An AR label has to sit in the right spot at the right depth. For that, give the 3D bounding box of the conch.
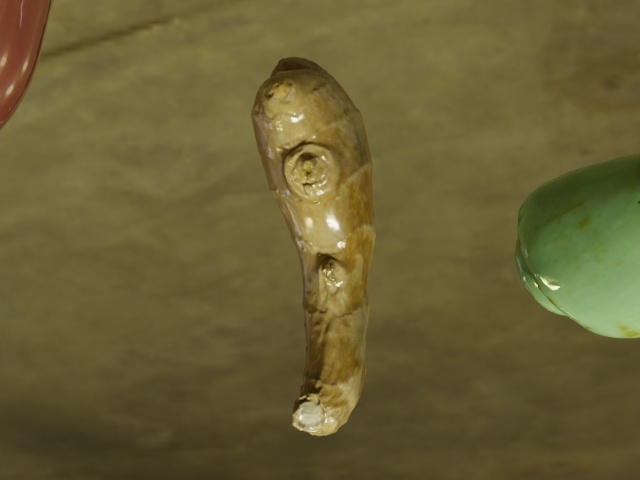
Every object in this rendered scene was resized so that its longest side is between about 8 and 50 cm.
[{"bbox_3d":[0.170,0.000,0.811,0.105,0.079,0.170,35,145,-22],"label":"conch"}]

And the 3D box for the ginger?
[{"bbox_3d":[0.000,0.000,1.217,0.086,0.295,0.131,-6,169,10],"label":"ginger"}]

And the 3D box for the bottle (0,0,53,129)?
[{"bbox_3d":[-0.156,-0.135,0.571,0.144,0.336,0.144,12,173,1],"label":"bottle"}]
